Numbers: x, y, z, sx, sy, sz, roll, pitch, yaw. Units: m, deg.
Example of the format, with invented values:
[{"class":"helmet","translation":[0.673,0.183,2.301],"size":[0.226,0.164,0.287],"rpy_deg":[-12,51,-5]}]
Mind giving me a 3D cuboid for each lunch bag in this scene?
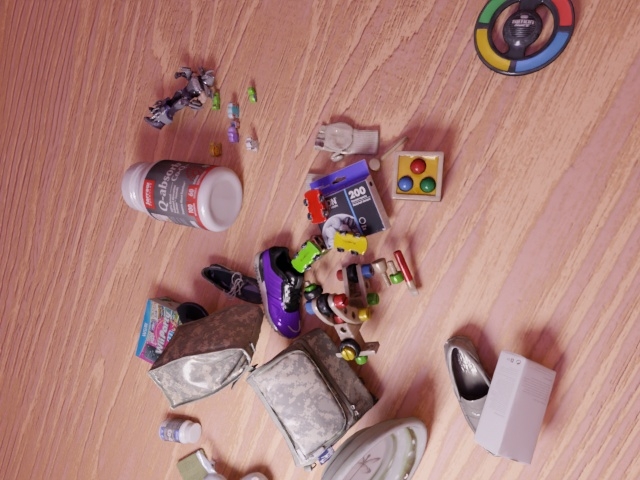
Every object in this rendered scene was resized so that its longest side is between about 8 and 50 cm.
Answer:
[{"class":"lunch bag","translation":[-0.293,0.313,1.246],"size":[0.287,0.235,0.169],"rpy_deg":[-23,108,11]},{"class":"lunch bag","translation":[-0.040,0.438,1.221],"size":[0.305,0.256,0.212],"rpy_deg":[55,134,13]}]

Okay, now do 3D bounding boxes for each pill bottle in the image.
[{"class":"pill bottle","translation":[-0.500,0.681,1.561],"size":[0.137,0.078,0.078],"rpy_deg":[-5,90,25]},{"class":"pill bottle","translation":[-0.460,-0.156,1.444],"size":[0.363,0.210,0.210],"rpy_deg":[10,96,24]}]

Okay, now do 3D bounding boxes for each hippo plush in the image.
[{"class":"hippo plush","translation":[-0.263,0.854,1.422],"size":[0.237,0.234,0.294],"rpy_deg":[-13,45,7]}]

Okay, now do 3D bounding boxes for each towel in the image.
[{"class":"towel","translation":[-0.452,0.823,1.572],"size":[0.148,0.027,0.110],"rpy_deg":[-39,76,21]}]

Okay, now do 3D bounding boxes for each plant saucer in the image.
[{"class":"plant saucer","translation":[0.110,0.602,1.134],"size":[0.100,0.400,0.400],"rpy_deg":[33,106,43]}]

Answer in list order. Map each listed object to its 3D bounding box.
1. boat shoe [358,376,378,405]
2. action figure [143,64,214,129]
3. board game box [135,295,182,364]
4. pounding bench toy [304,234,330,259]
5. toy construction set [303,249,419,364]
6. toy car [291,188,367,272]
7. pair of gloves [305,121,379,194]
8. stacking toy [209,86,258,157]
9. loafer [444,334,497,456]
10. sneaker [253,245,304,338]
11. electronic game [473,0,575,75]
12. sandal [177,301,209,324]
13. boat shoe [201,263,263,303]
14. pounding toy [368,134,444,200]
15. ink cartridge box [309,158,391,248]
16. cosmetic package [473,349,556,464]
[{"class":"boat shoe","translation":[0.115,0.430,1.296],"size":[0.040,0.049,0.142],"rpy_deg":[-35,69,-14]},{"class":"action figure","translation":[-0.467,-0.491,1.490],"size":[0.285,0.099,0.185],"rpy_deg":[-30,54,19]},{"class":"board game box","translation":[-0.488,0.353,1.537],"size":[0.303,0.097,0.224],"rpy_deg":[18,98,23]},{"class":"pounding bench toy","translation":[-0.023,0.027,1.338],"size":[0.083,0.052,0.065],"rpy_deg":[-41,75,20]},{"class":"toy construction set","translation":[0.127,0.194,1.213],"size":[0.309,0.257,0.237],"rpy_deg":[-24,99,8]},{"class":"toy car","translation":[0.000,0.000,1.262],"size":[0.239,0.053,0.225],"rpy_deg":[46,114,11]},{"class":"pair of gloves","translation":[0.058,-0.230,1.299],"size":[0.204,0.042,0.240],"rpy_deg":[17,98,23]},{"class":"stacking toy","translation":[-0.291,-0.392,1.447],"size":[0.167,0.052,0.221],"rpy_deg":[0,91,24]},{"class":"loafer","translation":[0.400,0.405,1.124],"size":[0.112,0.111,0.319],"rpy_deg":[-27,81,21]},{"class":"sneaker","translation":[-0.104,0.152,1.337],"size":[0.146,0.102,0.293],"rpy_deg":[-24,82,36]},{"class":"electronic game","translation":[0.501,-0.526,1.085],"size":[0.229,0.048,0.229],"rpy_deg":[1,92,25]},{"class":"sandal","translation":[-0.382,0.308,1.406],"size":[0.097,0.054,0.254],"rpy_deg":[-35,83,17]},{"class":"boat shoe","translation":[-0.281,0.144,1.444],"size":[0.254,0.079,0.095],"rpy_deg":[27,102,21]},{"class":"pounding toy","translation":[0.226,-0.201,1.182],"size":[0.206,0.094,0.181],"rpy_deg":[5,94,17]},{"class":"ink cartridge box","translation":[0.072,-0.100,1.260],"size":[0.206,0.045,0.208],"rpy_deg":[-20,93,34]},{"class":"cosmetic package","translation":[0.467,0.397,1.048],"size":[0.117,0.085,0.231],"rpy_deg":[26,81,-20]}]
